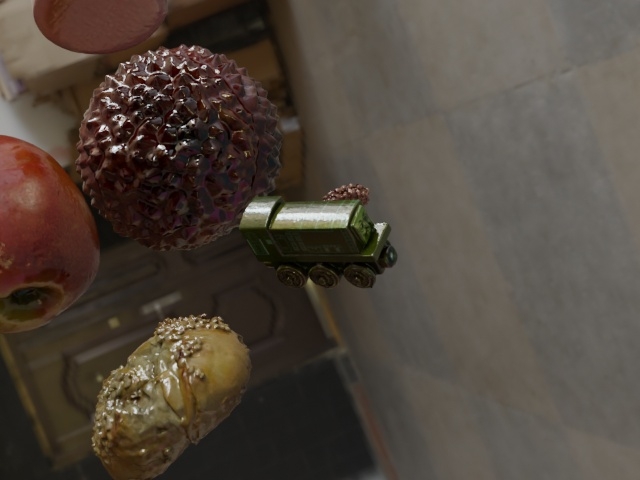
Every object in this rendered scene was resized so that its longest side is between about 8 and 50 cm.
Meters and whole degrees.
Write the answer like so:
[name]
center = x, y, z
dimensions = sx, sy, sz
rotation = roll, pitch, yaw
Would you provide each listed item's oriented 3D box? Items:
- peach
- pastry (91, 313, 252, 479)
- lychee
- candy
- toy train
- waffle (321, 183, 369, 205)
[peach]
center = -0.554, -0.017, 2.219
dimensions = 0.373, 0.372, 0.290
rotation = 60, 144, 33
[pastry]
center = -0.256, 0.247, 2.060
dimensions = 0.162, 0.311, 0.255
rotation = 46, -168, -17
[lychee]
center = -0.304, -0.184, 2.626
dimensions = 0.500, 0.424, 0.425
rotation = -15, 99, 43
[candy]
center = -0.390, -0.440, 2.289
dimensions = 0.255, 0.255, 0.094
rotation = 85, 173, -59
[toy train]
center = 0.000, 0.000, 1.875
dimensions = 0.225, 0.090, 0.137
rotation = -2, 135, 31
[waffle]
center = 0.039, -0.064, 2.041
dimensions = 0.083, 0.075, 0.029
rotation = 23, -135, -57
